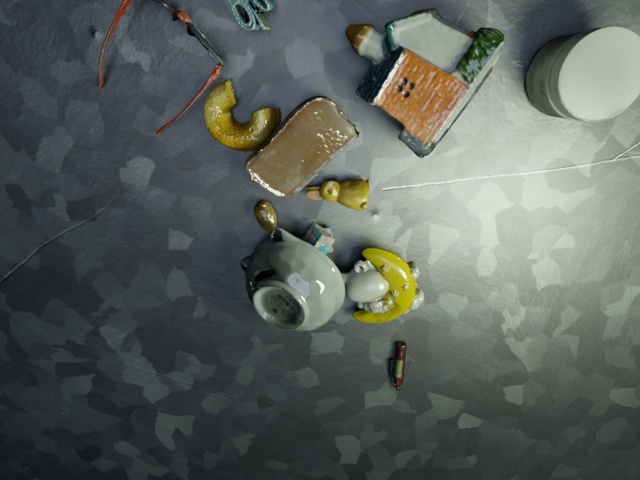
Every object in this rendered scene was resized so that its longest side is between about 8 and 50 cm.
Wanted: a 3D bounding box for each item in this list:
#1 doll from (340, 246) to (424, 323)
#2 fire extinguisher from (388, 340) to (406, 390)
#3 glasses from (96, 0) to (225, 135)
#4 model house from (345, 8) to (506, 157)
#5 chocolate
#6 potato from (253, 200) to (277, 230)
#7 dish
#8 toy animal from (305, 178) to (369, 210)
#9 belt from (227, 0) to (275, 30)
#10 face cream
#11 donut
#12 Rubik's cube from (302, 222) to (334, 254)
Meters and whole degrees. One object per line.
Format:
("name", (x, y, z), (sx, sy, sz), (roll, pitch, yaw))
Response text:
("doll", (0.140, 0.116, 1.093), (0.251, 0.111, 0.237), (-17, 123, 22))
("fire extinguisher", (0.228, 0.380, 1.242), (0.048, 0.035, 0.173), (0, 109, -3))
("glasses", (-0.363, -0.376, 0.901), (0.234, 0.118, 0.268), (38, 108, -15))
("model house", (0.190, -0.368, 0.886), (0.300, 0.190, 0.272), (35, 113, 4))
("chocolate", (-0.053, -0.224, 0.972), (0.261, 0.083, 0.161), (-39, 130, 12))
("potato", (-0.140, -0.063, 1.064), (0.051, 0.040, 0.084), (-17, 110, 13))
("dish", (-0.086, 0.133, 1.053), (0.302, 0.120, 0.303), (12, 126, 16))
("toy animal", (0.039, -0.116, 1.020), (0.159, 0.083, 0.070), (9, 136, 5))
("belt", (-0.195, -0.569, 0.842), (0.087, 0.072, 0.302), (-30, 109, 15))
("face cream", (0.551, -0.346, 0.878), (0.177, 0.153, 0.178), (0, 111, 0))
("donut", (-0.191, -0.276, 0.961), (0.181, 0.078, 0.146), (30, 107, -9))
("Rubik's cube", (0.002, 0.000, 1.072), (0.073, 0.084, 0.075), (20, 131, -35))
